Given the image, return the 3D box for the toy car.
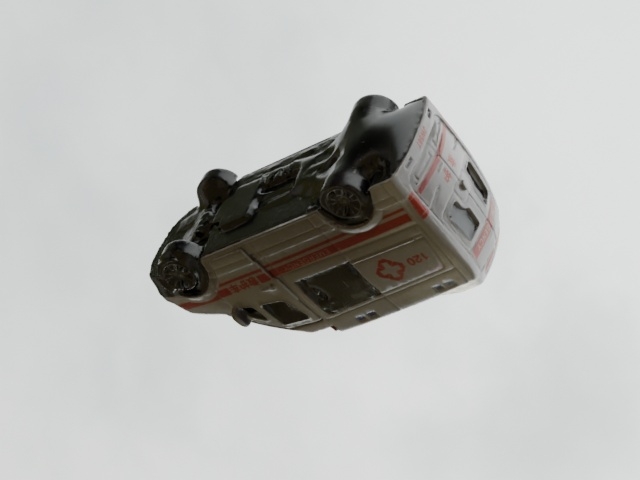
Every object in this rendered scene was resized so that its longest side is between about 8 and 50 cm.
[{"bbox_3d":[0.000,0.000,1.021,0.209,0.089,0.108,-22,-59,34],"label":"toy car"}]
